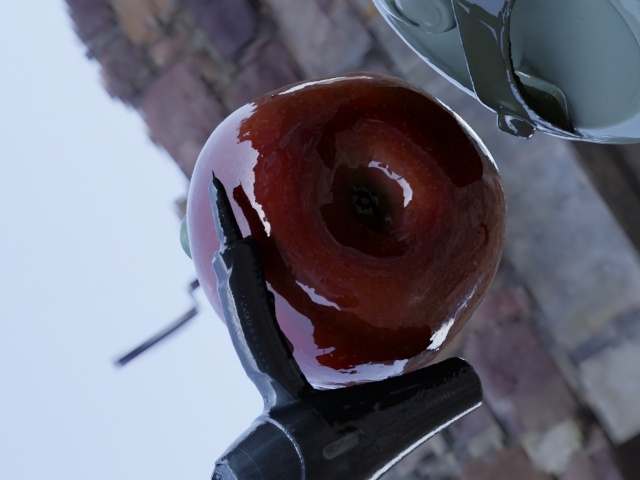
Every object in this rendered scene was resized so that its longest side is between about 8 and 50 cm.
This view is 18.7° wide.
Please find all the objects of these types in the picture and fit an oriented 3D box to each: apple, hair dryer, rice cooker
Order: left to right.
[{"bbox_3d":[-0.010,0.063,1.461,0.235,0.091,0.271,-23,-91,-31],"label":"hair dryer"},{"bbox_3d":[0.020,-0.015,1.568,0.260,0.260,0.216,56,167,2],"label":"apple"},{"bbox_3d":[0.207,-0.254,1.474,0.335,0.335,0.325,46,-114,-23],"label":"rice cooker"}]

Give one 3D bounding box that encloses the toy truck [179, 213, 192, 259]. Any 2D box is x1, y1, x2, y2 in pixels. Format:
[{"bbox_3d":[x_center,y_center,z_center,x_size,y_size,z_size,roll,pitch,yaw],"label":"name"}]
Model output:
[{"bbox_3d":[-0.020,-0.004,1.781,0.187,0.148,0.210,-25,-102,-33],"label":"toy truck"}]
